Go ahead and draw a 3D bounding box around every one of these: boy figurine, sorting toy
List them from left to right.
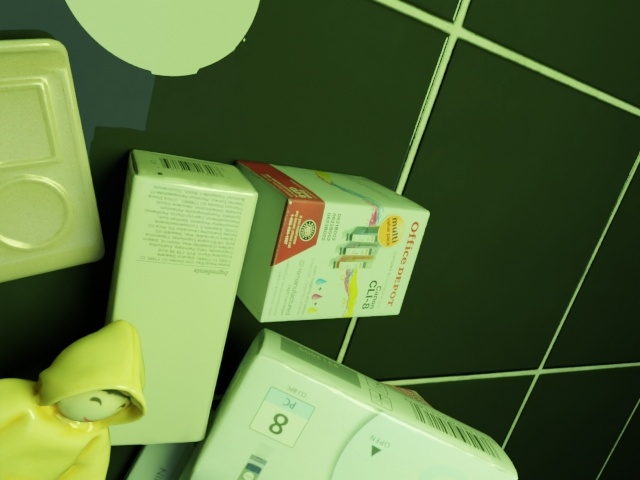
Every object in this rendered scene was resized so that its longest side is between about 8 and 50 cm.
[{"bbox_3d":[-0.289,-0.052,0.443,0.193,0.038,0.208,-14,125,-26],"label":"sorting toy"},{"bbox_3d":[-0.246,0.185,0.456,0.285,0.092,0.177,-40,129,0],"label":"boy figurine"}]

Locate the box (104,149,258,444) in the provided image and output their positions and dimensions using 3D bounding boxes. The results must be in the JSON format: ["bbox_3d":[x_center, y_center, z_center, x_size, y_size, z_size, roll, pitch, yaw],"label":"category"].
[{"bbox_3d":[-0.148,0.060,0.540,0.113,0.094,0.274,8,110,-25],"label":"box"}]

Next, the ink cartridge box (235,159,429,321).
[{"bbox_3d":[0.000,0.000,0.590,0.176,0.127,0.128,2,112,-34],"label":"ink cartridge box"}]

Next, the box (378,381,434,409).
[{"bbox_3d":[0.149,0.328,0.767,0.123,0.257,0.128,27,98,-42],"label":"box"}]

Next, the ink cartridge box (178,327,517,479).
[{"bbox_3d":[-0.017,0.333,0.617,0.308,0.091,0.384,27,96,-9],"label":"ink cartridge box"}]

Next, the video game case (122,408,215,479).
[{"bbox_3d":[-0.104,0.382,0.686,0.329,0.036,0.299,28,97,-12],"label":"video game case"}]
